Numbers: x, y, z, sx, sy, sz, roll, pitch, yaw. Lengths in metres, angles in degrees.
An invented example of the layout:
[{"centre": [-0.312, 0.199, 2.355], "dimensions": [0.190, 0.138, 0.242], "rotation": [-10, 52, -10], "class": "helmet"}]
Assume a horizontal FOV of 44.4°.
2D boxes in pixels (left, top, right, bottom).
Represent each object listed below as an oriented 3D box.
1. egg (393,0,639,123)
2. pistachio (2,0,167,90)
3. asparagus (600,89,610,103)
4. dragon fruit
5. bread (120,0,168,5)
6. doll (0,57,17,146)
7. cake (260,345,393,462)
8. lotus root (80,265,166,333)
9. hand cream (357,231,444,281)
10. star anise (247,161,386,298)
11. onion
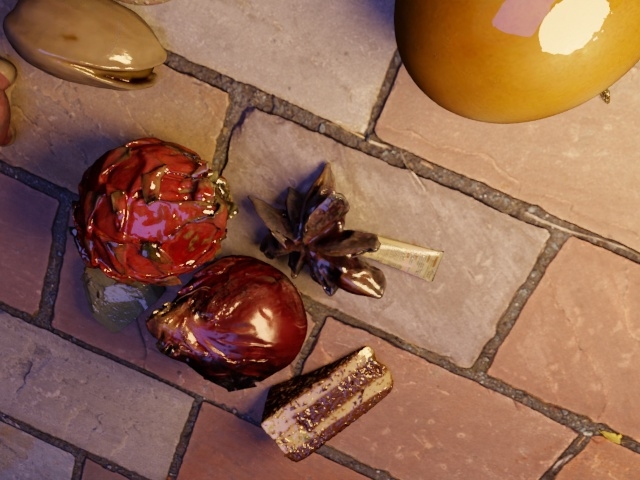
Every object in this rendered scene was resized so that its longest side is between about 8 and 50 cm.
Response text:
[{"centre": [0.251, -0.289, 0.910], "dimensions": [0.351, 0.282, 0.282], "rotation": [-28, 108, 23], "class": "egg"}, {"centre": [-0.354, -0.299, 1.187], "dimensions": [0.238, 0.153, 0.137], "rotation": [12, 137, -21], "class": "pistachio"}, {"centre": [0.365, -0.258, 1.054], "dimensions": [0.016, 0.013, 0.166], "rotation": [-8, 117, 34], "class": "asparagus"}, {"centre": [-0.258, -0.041, 1.242], "dimensions": [0.299, 0.244, 0.244], "rotation": [1, 121, 32], "class": "dragon fruit"}, {"centre": [-0.272, -0.474, 1.111], "dimensions": [0.302, 0.045, 0.301], "rotation": [8, 122, 12], "class": "bread"}, {"centre": [-0.642, -0.238, 1.306], "dimensions": [0.256, 0.152, 0.196], "rotation": [9, 91, -5], "class": "doll"}, {"centre": [0.008, 0.305, 1.428], "dimensions": [0.246, 0.135, 0.112], "rotation": [-27, 107, 29], "class": "cake"}, {"centre": [-0.389, 0.101, 1.472], "dimensions": [0.144, 0.070, 0.143], "rotation": [39, 123, -7], "class": "lotus root"}, {"centre": [0.127, 0.021, 1.286], "dimensions": [0.143, 0.039, 0.061], "rotation": [18, 114, -3], "class": "hand cream"}, {"centre": [0.000, -0.004, 1.241], "dimensions": [0.283, 0.129, 0.212], "rotation": [-1, 113, 58], "class": "star anise"}, {"centre": [-0.151, 0.143, 1.332], "dimensions": [0.281, 0.281, 0.221], "rotation": [-18, 82, 26], "class": "onion"}]
